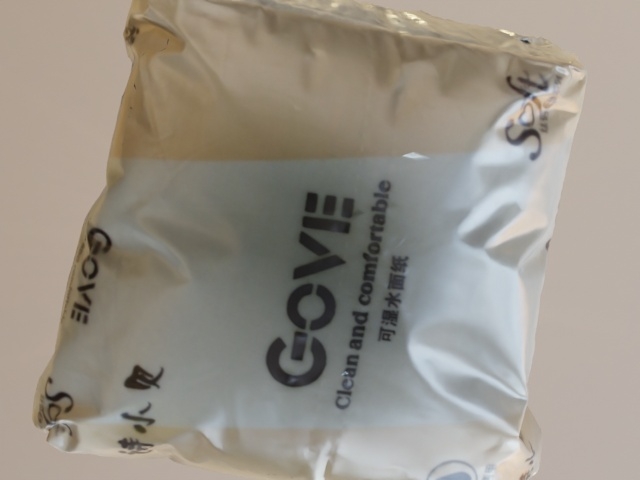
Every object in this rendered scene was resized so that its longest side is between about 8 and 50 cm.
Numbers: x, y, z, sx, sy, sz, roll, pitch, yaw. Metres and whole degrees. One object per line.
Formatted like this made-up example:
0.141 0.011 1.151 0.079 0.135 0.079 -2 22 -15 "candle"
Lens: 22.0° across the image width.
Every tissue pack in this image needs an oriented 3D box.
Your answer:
0.000 0.000 1.222 0.390 0.195 0.375 7 -82 -8 "tissue pack"
